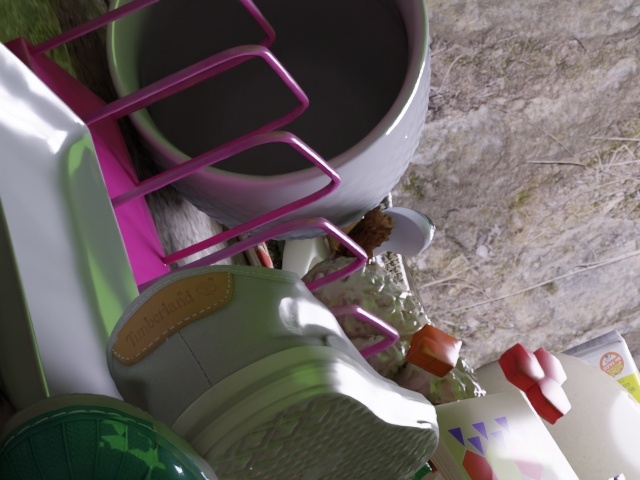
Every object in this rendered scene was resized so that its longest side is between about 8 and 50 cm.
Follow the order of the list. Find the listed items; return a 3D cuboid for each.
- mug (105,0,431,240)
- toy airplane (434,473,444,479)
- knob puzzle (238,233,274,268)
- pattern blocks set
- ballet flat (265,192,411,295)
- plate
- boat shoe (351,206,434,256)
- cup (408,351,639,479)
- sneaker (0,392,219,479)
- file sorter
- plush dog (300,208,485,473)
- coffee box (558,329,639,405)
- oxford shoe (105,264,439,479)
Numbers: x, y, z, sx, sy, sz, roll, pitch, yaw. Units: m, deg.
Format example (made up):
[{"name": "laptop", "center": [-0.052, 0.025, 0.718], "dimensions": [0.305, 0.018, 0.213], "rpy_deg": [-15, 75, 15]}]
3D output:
[{"name": "mug", "center": [-0.071, -0.168, 1.657], "dimensions": [0.374, 0.276, 0.328], "rpy_deg": [40, -8, 12]}, {"name": "toy airplane", "center": [0.182, 0.383, 1.600], "dimensions": [0.386, 0.272, 0.384], "rpy_deg": [54, -13, 2]}, {"name": "knob puzzle", "center": [-0.060, -0.002, 1.986], "dimensions": [0.213, 0.030, 0.213], "rpy_deg": [-22, 90, -82]}, {"name": "pattern blocks set", "center": [0.159, 0.195, 1.480], "dimensions": [0.325, 0.026, 0.285], "rpy_deg": [8, 48, -51]}, {"name": "ballet flat", "center": [0.000, 0.000, 1.890], "dimensions": [0.182, 0.164, 0.482], "rpy_deg": [-39, 115, -57]}, {"name": "plate", "center": [-0.167, 0.016, 1.088], "dimensions": [0.277, 0.045, 0.278], "rpy_deg": [54, 17, -72]}, {"name": "boat shoe", "center": [0.074, -0.013, 1.662], "dimensions": [0.049, 0.040, 0.142], "rpy_deg": [63, -22, -8]}, {"name": "cup", "center": [0.192, 0.294, 1.982], "dimensions": [0.237, 0.331, 0.331], "rpy_deg": [0, 64, -52]}, {"name": "sneaker", "center": [-0.077, 0.214, 0.941], "dimensions": [0.121, 0.108, 0.302], "rpy_deg": [-109, 174, -57]}, {"name": "file sorter", "center": [-0.082, -0.028, 1.338], "dimensions": [0.202, 0.182, 0.290], "rpy_deg": [40, 28, -73]}, {"name": "plush dog", "center": [0.062, 0.119, 1.615], "dimensions": [0.225, 0.210, 0.262], "rpy_deg": [43, 5, 5]}, {"name": "coffee box", "center": [0.308, 0.338, 2.359], "dimensions": [0.337, 0.338, 0.334], "rpy_deg": [5, 63, -81]}, {"name": "oxford shoe", "center": [-0.026, 0.116, 1.174], "dimensions": [0.130, 0.169, 0.449], "rpy_deg": [52, -1, 20]}]
